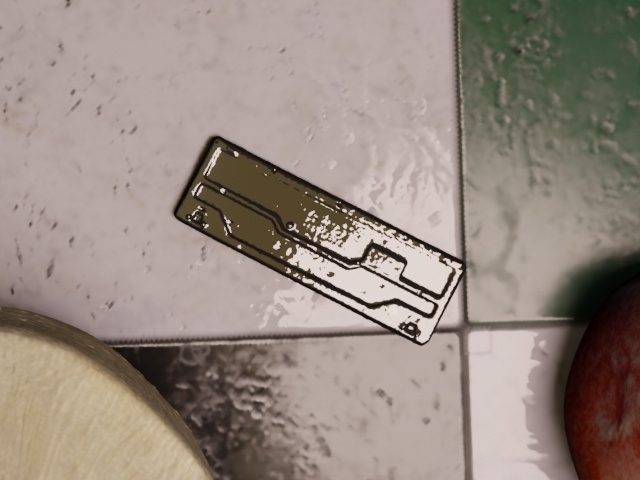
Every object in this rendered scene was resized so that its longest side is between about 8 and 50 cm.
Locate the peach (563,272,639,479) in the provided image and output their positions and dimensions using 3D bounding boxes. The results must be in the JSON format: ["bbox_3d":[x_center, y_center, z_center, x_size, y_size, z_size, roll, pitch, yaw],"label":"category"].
[{"bbox_3d":[0.196,0.079,0.668,0.152,0.152,0.152,0,92,-3],"label":"peach"}]

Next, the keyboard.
[{"bbox_3d":[0.000,0.000,0.707,0.155,0.010,0.053,28,89,-3],"label":"keyboard"}]

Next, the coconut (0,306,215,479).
[{"bbox_3d":[-0.156,0.149,0.578,0.237,0.266,0.237,0,90,-12],"label":"coconut"}]
